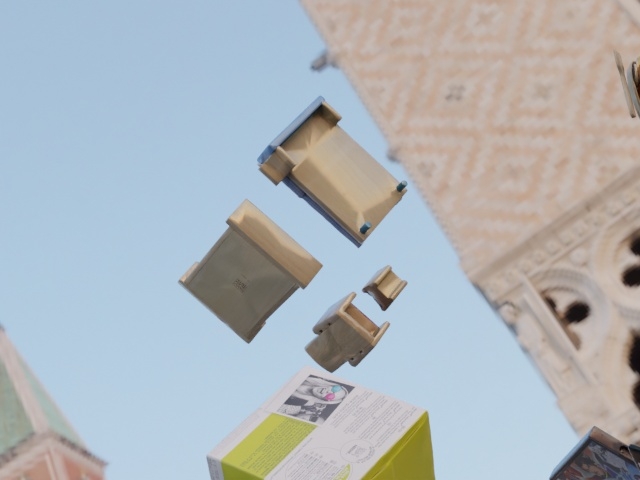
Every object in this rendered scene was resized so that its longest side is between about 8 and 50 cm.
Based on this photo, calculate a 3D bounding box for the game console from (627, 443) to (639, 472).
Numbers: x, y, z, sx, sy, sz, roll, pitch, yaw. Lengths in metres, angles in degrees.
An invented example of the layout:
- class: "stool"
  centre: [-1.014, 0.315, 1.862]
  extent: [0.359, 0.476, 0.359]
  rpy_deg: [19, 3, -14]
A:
- class: "game console"
  centre: [0.634, 0.398, 2.116]
  extent: [0.071, 0.107, 0.122]
  rpy_deg: [-51, -50, -22]

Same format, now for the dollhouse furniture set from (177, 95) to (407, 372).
- class: "dollhouse furniture set"
  centre: [0.000, 0.000, 1.672]
  extent: [0.303, 0.286, 0.198]
  rpy_deg: [-50, 3, -38]

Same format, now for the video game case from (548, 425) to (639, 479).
- class: "video game case"
  centre: [0.619, 0.501, 2.378]
  extent: [0.035, 0.248, 0.275]
  rpy_deg: [-54, -11, -28]

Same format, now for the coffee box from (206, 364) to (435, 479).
- class: "coffee box"
  centre: [0.016, 0.527, 2.428]
  extent: [0.338, 0.334, 0.338]
  rpy_deg: [-38, -49, -40]

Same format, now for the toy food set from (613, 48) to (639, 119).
- class: "toy food set"
  centre: [0.530, -0.238, 1.880]
  extent: [0.038, 0.132, 0.192]
  rpy_deg: [-18, -14, 27]
